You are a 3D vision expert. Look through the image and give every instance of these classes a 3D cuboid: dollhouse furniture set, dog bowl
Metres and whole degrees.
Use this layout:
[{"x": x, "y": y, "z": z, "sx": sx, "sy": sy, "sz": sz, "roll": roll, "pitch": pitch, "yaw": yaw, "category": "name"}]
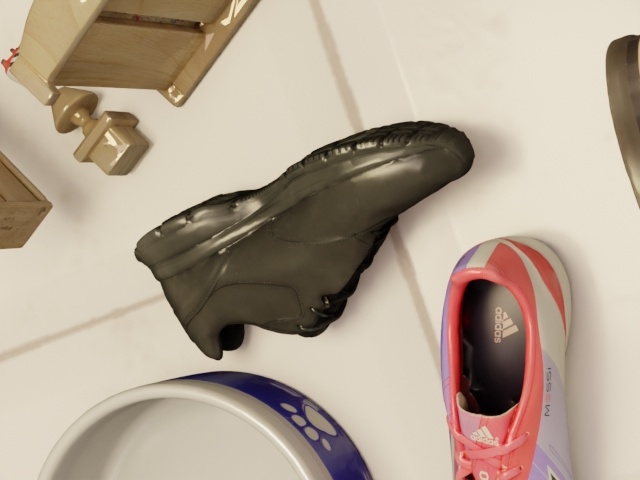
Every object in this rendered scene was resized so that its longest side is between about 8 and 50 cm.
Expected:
[{"x": -0.211, "y": -0.179, "z": 1.233, "sx": 0.174, "sy": 0.303, "sz": 0.355, "roll": 43, "pitch": 108, "yaw": 16, "category": "dollhouse furniture set"}, {"x": -0.087, "y": 0.235, "z": 1.318, "sx": 0.265, "sy": 0.104, "sz": 0.264, "roll": 2, "pitch": 94, "yaw": 24, "category": "dog bowl"}]

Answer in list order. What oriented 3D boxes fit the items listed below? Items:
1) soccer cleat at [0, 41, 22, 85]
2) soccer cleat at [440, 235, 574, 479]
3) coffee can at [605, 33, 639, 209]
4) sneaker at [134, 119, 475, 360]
[{"x": -0.227, "y": -0.160, "z": 1.392, "sx": 0.035, "sy": 0.029, "sz": 0.083, "roll": 41, "pitch": 111, "yaw": 6, "category": "soccer cleat"}, {"x": 0.130, "y": 0.157, "z": 1.212, "sx": 0.109, "sy": 0.116, "sz": 0.318, "roll": -2, "pitch": 93, "yaw": 23, "category": "soccer cleat"}, {"x": 0.342, "y": -0.080, "z": 1.058, "sx": 0.275, "sy": 0.201, "sz": 0.201, "roll": -21, "pitch": 86, "yaw": 23, "category": "coffee can"}, {"x": 0.000, "y": 0.000, "z": 1.275, "sx": 0.286, "sy": 0.109, "sz": 0.130, "roll": -24, "pitch": 91, "yaw": 32, "category": "sneaker"}]
